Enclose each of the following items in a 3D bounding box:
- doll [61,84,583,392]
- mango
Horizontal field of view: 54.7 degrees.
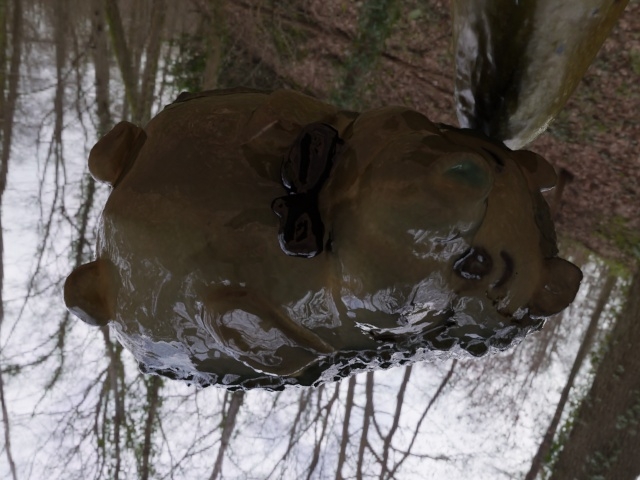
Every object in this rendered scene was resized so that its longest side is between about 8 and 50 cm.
[{"bbox_3d":[0.000,0.000,0.462,0.349,0.247,0.247,6,-157,6],"label":"doll"},{"bbox_3d":[0.173,-0.228,0.457,0.176,0.329,0.175,-33,-135,-30],"label":"mango"}]
